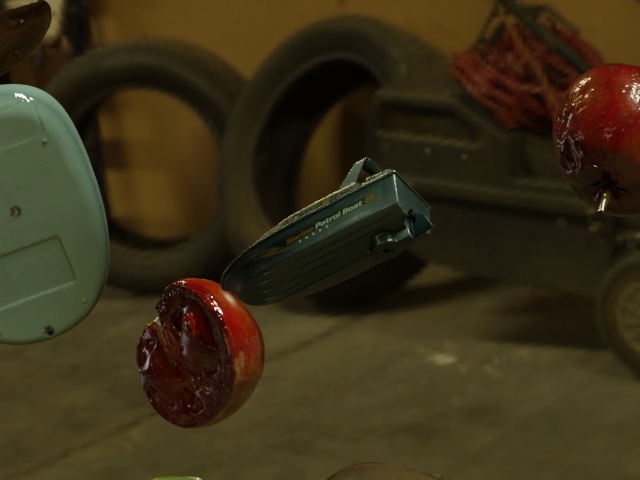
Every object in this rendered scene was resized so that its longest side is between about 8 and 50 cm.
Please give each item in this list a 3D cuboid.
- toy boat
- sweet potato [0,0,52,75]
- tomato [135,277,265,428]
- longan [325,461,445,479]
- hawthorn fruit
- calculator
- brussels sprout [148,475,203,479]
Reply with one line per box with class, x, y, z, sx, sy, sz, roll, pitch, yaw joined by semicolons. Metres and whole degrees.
toy boat;0.000;0.000;1.482;0.246;0.103;0.093;-27;-37;18
sweet potato;-0.382;-0.161;1.405;0.097;0.097;0.292;2;44;47
tomato;-0.163;0.167;2.137;0.139;0.200;0.233;-12;-29;-43
longan;0.068;0.313;1.496;0.189;0.189;0.189;-11;12;2
hawthorn fruit;0.444;-0.130;2.091;0.210;0.230;0.266;-8;35;26
calculator;-0.295;-0.037;1.286;0.184;0.295;0.042;-21;25;-7
brussels sprout;-0.200;0.372;1.750;0.161;0.144;0.181;-14;29;39
